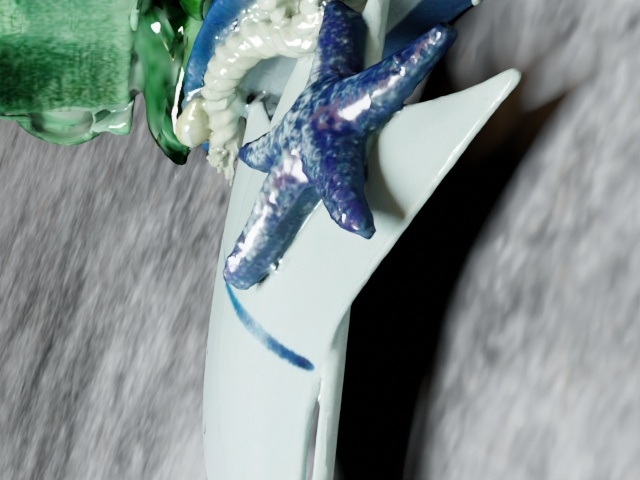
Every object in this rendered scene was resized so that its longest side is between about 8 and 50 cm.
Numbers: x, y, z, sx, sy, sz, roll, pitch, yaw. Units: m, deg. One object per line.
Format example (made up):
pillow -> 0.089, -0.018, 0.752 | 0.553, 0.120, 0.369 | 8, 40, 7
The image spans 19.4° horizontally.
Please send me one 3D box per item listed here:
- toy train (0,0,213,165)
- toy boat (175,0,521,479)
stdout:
toy train -> -0.103, -0.156, 0.830 | 0.266, 0.145, 0.202 | 104, 172, -61
toy boat -> 0.012, -0.023, 0.553 | 0.292, 0.070, 0.210 | -95, 28, -43
